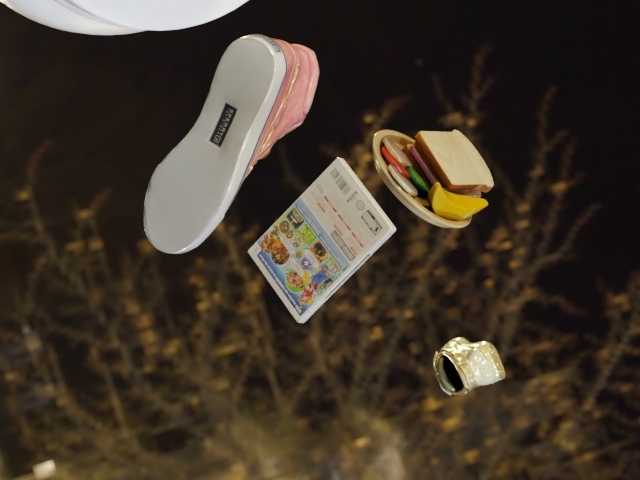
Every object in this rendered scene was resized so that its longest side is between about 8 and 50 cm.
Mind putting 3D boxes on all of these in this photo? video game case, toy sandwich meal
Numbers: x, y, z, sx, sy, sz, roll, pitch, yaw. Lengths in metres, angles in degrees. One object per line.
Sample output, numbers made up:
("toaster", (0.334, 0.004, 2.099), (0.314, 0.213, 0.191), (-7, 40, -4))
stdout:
("video game case", (0.000, 0.000, 1.625), (0.122, 0.011, 0.087), (-45, -117, 18))
("toy sandwich meal", (0.068, -0.042, 1.111), (0.029, 0.085, 0.086), (-46, -123, 26))

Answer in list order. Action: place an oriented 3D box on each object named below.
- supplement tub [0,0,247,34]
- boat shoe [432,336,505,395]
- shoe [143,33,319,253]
("supplement tub", (-0.162, -0.261, 1.192), (0.325, 0.235, 0.235), (31, -47, 56))
("boat shoe", (0.140, 0.133, 1.909), (0.056, 0.048, 0.153), (68, -16, -4))
("shoe", (-0.062, -0.068, 1.376), (0.063, 0.081, 0.178), (35, -73, 22))
